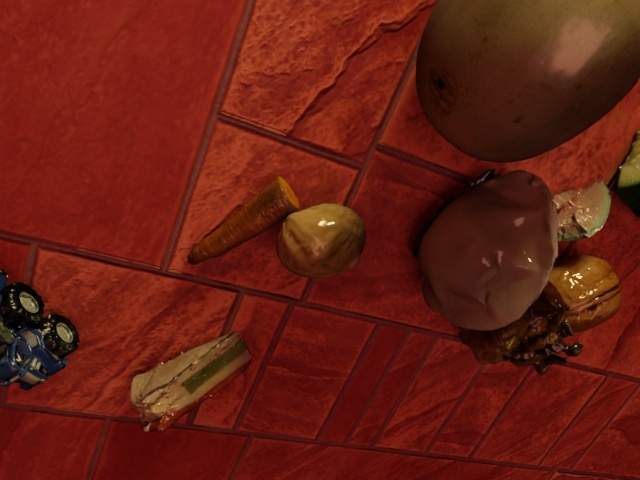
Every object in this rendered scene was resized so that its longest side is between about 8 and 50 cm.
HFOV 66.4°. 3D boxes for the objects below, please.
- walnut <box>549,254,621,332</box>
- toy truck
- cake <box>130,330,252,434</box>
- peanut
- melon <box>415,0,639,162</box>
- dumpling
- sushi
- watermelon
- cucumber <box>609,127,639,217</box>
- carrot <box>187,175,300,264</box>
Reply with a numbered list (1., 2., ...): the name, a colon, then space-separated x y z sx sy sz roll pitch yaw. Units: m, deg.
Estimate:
1. walnut: 0.501 0.103 0.963 0.180 0.144 0.144 -20 121 5
2. toy truck: -0.484 0.139 0.735 0.113 0.126 0.208 -32 119 4
3. cake: -0.233 0.256 0.867 0.220 0.117 0.086 -21 114 -2
4. peanut: 0.000 0.000 0.786 0.140 0.109 0.159 -49 147 6
5. melon: 0.278 -0.263 0.633 0.268 0.268 0.330 27 126 -25
6. dumpling: 0.261 0.014 0.816 0.163 0.204 0.293 30 117 -12
7. sushi: 0.366 0.158 0.912 0.166 0.179 0.296 -4 144 -30
8. watermelon: 0.482 -0.052 0.908 0.155 0.101 0.080 -26 114 -17
9. cucumber: 0.696 -0.082 0.926 0.325 0.105 0.145 27 92 -29
10. carrot: -0.132 -0.019 0.787 0.209 0.061 0.061 -34 120 11
